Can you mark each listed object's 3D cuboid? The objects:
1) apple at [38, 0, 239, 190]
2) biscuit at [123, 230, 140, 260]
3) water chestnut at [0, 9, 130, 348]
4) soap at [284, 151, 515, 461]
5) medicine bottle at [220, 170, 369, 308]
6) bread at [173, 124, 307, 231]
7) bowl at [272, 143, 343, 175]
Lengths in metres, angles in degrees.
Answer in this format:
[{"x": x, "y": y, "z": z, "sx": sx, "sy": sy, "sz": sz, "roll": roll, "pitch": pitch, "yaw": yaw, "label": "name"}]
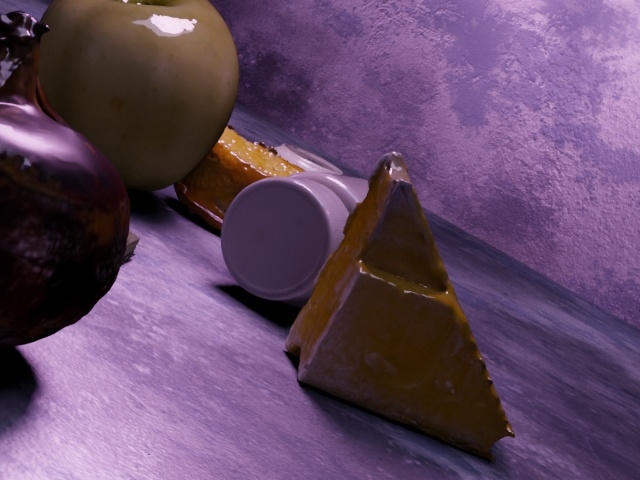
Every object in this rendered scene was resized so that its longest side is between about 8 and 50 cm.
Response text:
[{"x": -0.299, "y": -0.251, "z": 1.956, "sx": 0.357, "sy": 0.357, "sz": 0.357, "roll": 27, "pitch": 10, "yaw": -5, "label": "apple"}, {"x": -0.313, "y": -0.006, "z": 1.567, "sx": 0.121, "sy": 0.040, "sz": 0.199, "roll": 26, "pitch": 11, "yaw": 3, "label": "biscuit"}, {"x": -0.326, "y": -0.065, "z": 1.093, "sx": 0.350, "sy": 0.302, "sz": 0.350, "roll": 31, "pitch": 8, "yaw": -5, "label": "water chestnut"}, {"x": 0.169, "y": 0.092, "z": 1.578, "sx": 0.339, "sy": 0.304, "sz": 0.169, "roll": 24, "pitch": 14, "yaw": -18, "label": "soap"}, {"x": 0.000, "y": 0.000, "z": 1.853, "sx": 0.208, "sy": 0.208, "sz": 0.340, "roll": 32, "pitch": 11, "yaw": 21, "label": "medicine bottle"}, {"x": -0.125, "y": -0.078, "z": 2.085, "sx": 0.261, "sy": 0.160, "sz": 0.147, "roll": 33, "pitch": 16, "yaw": -4, "label": "bread"}, {"x": -0.046, "y": -0.103, "z": 2.444, "sx": 0.277, "sy": 0.145, "sz": 0.277, "roll": 24, "pitch": 10, "yaw": -4, "label": "bowl"}]
